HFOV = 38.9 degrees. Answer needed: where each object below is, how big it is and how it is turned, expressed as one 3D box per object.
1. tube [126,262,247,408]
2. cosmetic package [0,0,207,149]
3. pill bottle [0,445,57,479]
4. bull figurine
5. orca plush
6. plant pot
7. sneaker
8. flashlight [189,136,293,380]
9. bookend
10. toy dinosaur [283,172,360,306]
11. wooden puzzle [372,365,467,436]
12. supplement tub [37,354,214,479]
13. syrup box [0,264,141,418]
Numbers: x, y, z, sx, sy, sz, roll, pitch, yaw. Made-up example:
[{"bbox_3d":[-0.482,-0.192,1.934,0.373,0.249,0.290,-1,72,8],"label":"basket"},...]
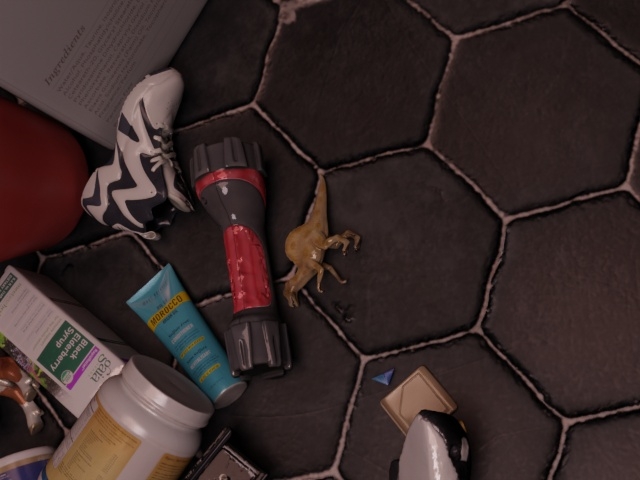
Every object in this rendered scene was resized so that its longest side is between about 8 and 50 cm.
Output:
[{"bbox_3d":[-0.175,0.129,1.201,0.080,0.052,0.207,-40,65,-3],"label":"tube"},{"bbox_3d":[-0.396,-0.376,1.194,0.329,0.393,0.327,31,89,20],"label":"cosmetic package"},{"bbox_3d":[-0.361,0.357,1.153,0.094,0.094,0.169,-25,73,11],"label":"pill bottle"},{"bbox_3d":[-0.505,0.272,1.244,0.188,0.101,0.310,25,88,19],"label":"bull figurine"},{"bbox_3d":[0.153,0.331,1.022,0.102,0.151,0.287,-2,84,-21],"label":"orca plush"},{"bbox_3d":[-0.462,-0.084,1.213,0.274,0.243,0.275,0,91,24],"label":"plant pot"},{"bbox_3d":[-0.213,-0.107,1.237,0.153,0.094,0.235,30,89,20],"label":"sneaker"},{"bbox_3d":[-0.102,0.022,1.162,0.103,0.103,0.304,-1,69,-22],"label":"flashlight"},{"bbox_3d":[-0.103,0.338,1.103,0.157,0.072,0.156,39,78,8],"label":"bookend"},{"bbox_3d":[0.000,0.000,1.167,0.092,0.053,0.183,13,83,21],"label":"toy dinosaur"},{"bbox_3d":[0.120,0.202,1.106,0.078,0.014,0.116,-34,71,4],"label":"wooden puzzle"},{"bbox_3d":[-0.235,0.255,1.106,0.144,0.144,0.200,36,92,21],"label":"supplement tub"},{"bbox_3d":[-0.345,0.142,1.224,0.237,0.096,0.093,36,90,22],"label":"syrup box"}]
